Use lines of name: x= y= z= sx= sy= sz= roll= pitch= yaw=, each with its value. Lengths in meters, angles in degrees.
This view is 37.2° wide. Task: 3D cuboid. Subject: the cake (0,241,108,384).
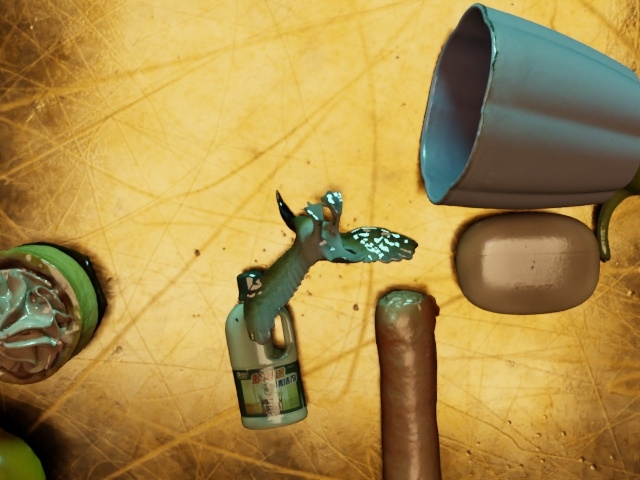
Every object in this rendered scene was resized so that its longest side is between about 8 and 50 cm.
cake: x=-0.417 y=0.101 z=1.324 sx=0.185 sy=0.178 sz=0.207 roll=39 pitch=93 yaw=-2

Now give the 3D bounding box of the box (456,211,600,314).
box: x=0.292 y=0.033 z=1.338 sx=0.200 sy=0.088 sz=0.145 roll=-2 pitch=97 yaw=1

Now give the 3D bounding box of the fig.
fig: x=0.442 y=-0.082 z=1.324 sx=0.149 sy=0.149 sz=0.245 roll=30 pitch=115 yaw=-1

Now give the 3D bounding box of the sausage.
sausage: x=0.128 y=0.281 z=1.365 sx=0.094 sy=0.094 sz=0.418 roll=-4 pitch=94 yaw=-20

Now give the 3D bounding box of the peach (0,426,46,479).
peach: x=-0.524 y=0.366 z=1.371 sx=0.251 sy=0.153 sz=0.251 roll=4 pitch=109 yaw=11

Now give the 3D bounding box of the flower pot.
flower pot: x=0.284 y=-0.157 z=1.246 sx=0.243 sy=0.265 sz=0.265 roll=10 pitch=96 yaw=-8

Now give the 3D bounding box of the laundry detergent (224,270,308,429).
laundry detergent: x=-0.084 y=0.155 z=1.372 sx=0.099 sy=0.070 sz=0.225 roll=-8 pitch=94 yaw=11

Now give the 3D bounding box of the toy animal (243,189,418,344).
toy animal: x=0.000 y=-0.011 z=1.315 sx=0.273 sy=0.160 sz=0.197 roll=-21 pitch=72 yaw=-21
